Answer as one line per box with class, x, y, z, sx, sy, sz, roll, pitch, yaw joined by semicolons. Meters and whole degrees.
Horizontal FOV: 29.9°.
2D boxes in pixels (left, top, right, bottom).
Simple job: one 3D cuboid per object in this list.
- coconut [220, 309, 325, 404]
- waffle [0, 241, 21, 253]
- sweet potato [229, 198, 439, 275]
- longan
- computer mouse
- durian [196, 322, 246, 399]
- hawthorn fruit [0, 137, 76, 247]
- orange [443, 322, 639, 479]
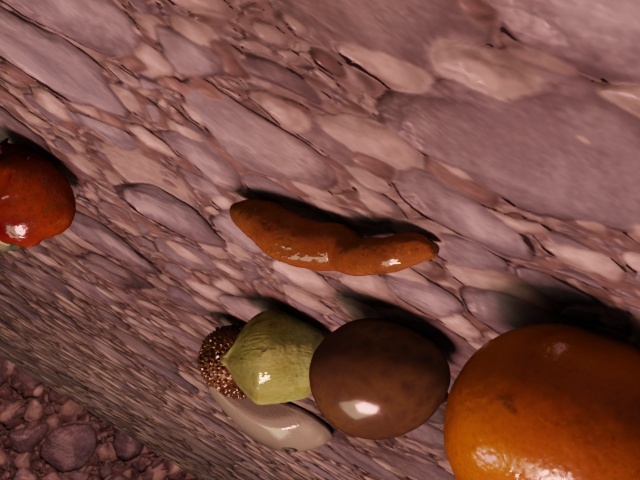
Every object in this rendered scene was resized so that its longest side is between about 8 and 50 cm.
coconut;-0.040;0.103;1.055;0.096;0.088;0.088;2;165;-9
waffle;-0.417;-0.090;1.158;0.309;0.056;0.292;27;163;11
sweet potato;0.002;0.001;0.778;0.179;0.044;0.044;16;158;41
longan;0.047;0.105;0.908;0.113;0.092;0.113;4;153;2
computer mouse;-0.073;0.219;1.479;0.181;0.056;0.089;22;157;24
durian;-0.080;0.118;1.188;0.080;0.080;0.091;35;146;-18
hawthorn fruit;-0.251;-0.044;1.006;0.081;0.081;0.093;9;124;49
orange;0.152;0.118;0.723;0.156;0.124;0.156;24;144;19
